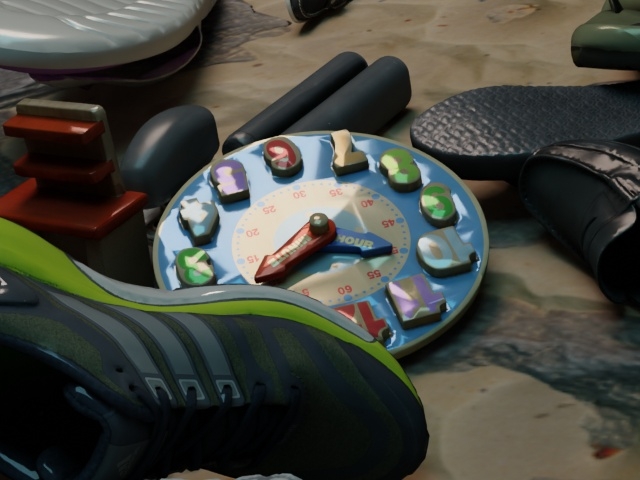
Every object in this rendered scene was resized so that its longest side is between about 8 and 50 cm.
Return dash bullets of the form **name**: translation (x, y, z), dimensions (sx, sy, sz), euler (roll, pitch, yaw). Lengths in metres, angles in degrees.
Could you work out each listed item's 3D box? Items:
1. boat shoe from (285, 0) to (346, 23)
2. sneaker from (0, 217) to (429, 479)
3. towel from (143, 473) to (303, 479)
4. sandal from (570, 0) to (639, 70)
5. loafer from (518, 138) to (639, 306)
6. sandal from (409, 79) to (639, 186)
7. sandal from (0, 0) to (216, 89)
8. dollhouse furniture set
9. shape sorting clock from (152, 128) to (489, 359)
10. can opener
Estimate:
- **boat shoe**: translation (0.007, -0.231, 1.412), dimensions (0.038, 0.046, 0.125), euler (-2, 21, 27)
- **sneaker**: translation (-0.084, 0.080, 0.730), dimensions (0.300, 0.111, 0.121), euler (14, 26, -19)
- **towel**: translation (-0.129, 0.218, 0.577), dimensions (0.235, 0.121, 0.283), euler (-5, 31, 15)
- **sandal**: translation (0.260, -0.187, 1.164), dimensions (0.120, 0.086, 0.303), euler (-2, 15, 18)
- **loafer**: translation (0.184, -0.001, 0.895), dimensions (0.078, 0.076, 0.223), euler (-18, 32, -28)
- **sandal**: translation (0.187, -0.066, 1.049), dimensions (0.254, 0.054, 0.097), euler (-6, 33, -11)
- **sandal**: translation (-0.178, -0.178, 1.339), dimensions (0.169, 0.102, 0.416), euler (13, 21, 13)
- **dollhouse furniture set**: translation (-0.218, 0.033, 0.919), dimensions (0.262, 0.135, 0.259), euler (8, 34, 31)
- **shape sorting clock**: translation (0.000, 0.000, 0.949), dimensions (0.206, 0.040, 0.206), euler (-1, 48, 1)
- **can opener**: translation (-0.035, -0.081, 1.101), dimensions (0.076, 0.095, 0.283), euler (11, 36, 34)
